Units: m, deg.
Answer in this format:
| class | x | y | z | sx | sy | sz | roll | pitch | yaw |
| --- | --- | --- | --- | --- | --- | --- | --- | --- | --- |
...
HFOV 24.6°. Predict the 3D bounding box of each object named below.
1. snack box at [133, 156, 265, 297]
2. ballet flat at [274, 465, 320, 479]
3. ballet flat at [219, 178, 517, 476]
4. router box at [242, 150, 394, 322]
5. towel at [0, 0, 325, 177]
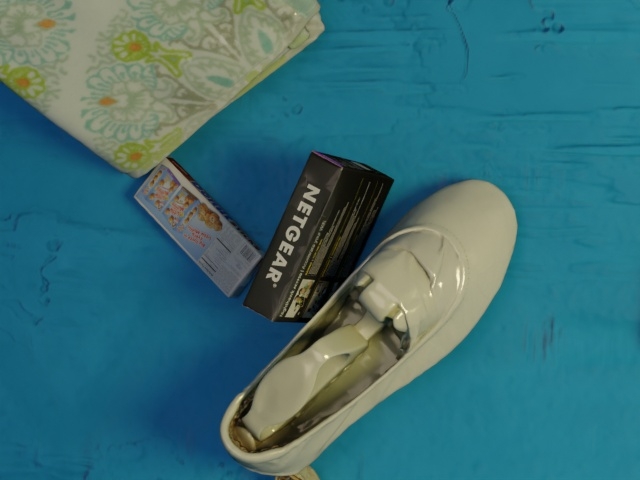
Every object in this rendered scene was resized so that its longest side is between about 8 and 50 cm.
| class | x | y | z | sx | sy | sz | roll | pitch | yaw |
| --- | --- | --- | --- | --- | --- | --- | --- | --- | --- |
| snack box | -0.139 | -0.016 | 1.686 | 0.178 | 0.022 | 0.064 | 45 | 107 | 22 |
| ballet flat | -0.004 | 0.318 | 1.579 | 0.057 | 0.052 | 0.168 | -36 | 72 | 20 |
| ballet flat | 0.046 | 0.097 | 1.505 | 0.400 | 0.139 | 0.139 | -46 | 69 | 10 |
| router box | 0.000 | 0.000 | 1.554 | 0.046 | 0.133 | 0.179 | 28 | 98 | 25 |
| towel | -0.221 | -0.261 | 1.578 | 0.320 | 0.374 | 0.090 | -37 | 34 | 20 |
